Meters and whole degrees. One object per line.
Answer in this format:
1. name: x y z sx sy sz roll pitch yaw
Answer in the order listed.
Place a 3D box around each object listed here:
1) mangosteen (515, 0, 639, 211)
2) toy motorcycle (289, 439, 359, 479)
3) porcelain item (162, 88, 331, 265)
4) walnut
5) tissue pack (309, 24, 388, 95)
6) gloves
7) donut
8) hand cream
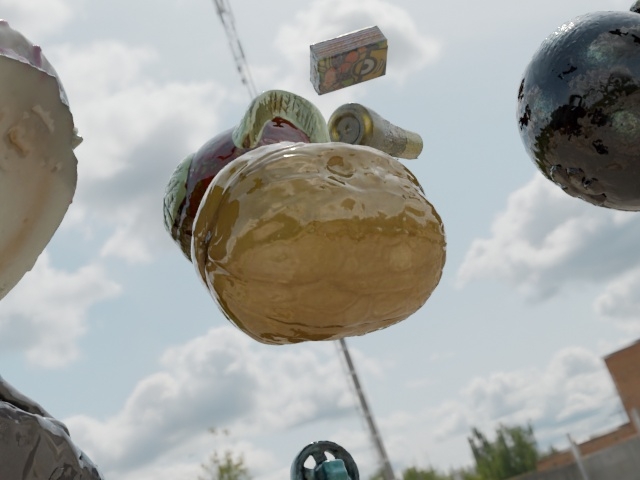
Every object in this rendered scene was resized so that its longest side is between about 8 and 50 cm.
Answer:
1. mangosteen: 0.400 -0.178 1.321 0.288 0.288 0.288 -17 -19 -6
2. toy motorcycle: -0.019 0.345 1.056 0.260 0.206 0.154 -31 -13 -37
3. porcelain item: -0.068 -0.065 1.230 0.253 0.253 0.253 -17 -19 -6
4. walnut: 0.000 0.000 0.896 0.225 0.193 0.193 -3 -23 -19
5. tissue pack: 0.054 -0.352 1.993 0.148 0.060 0.108 -19 -31 -10
6. gloves: -0.333 0.228 1.110 0.119 0.142 0.285 -7 -33 42
7. donut: -0.403 -0.054 1.001 0.382 0.142 0.382 -48 -23 -28
8. hand cream: 0.092 -0.156 1.561 0.084 0.084 0.203 -30 -18 29
